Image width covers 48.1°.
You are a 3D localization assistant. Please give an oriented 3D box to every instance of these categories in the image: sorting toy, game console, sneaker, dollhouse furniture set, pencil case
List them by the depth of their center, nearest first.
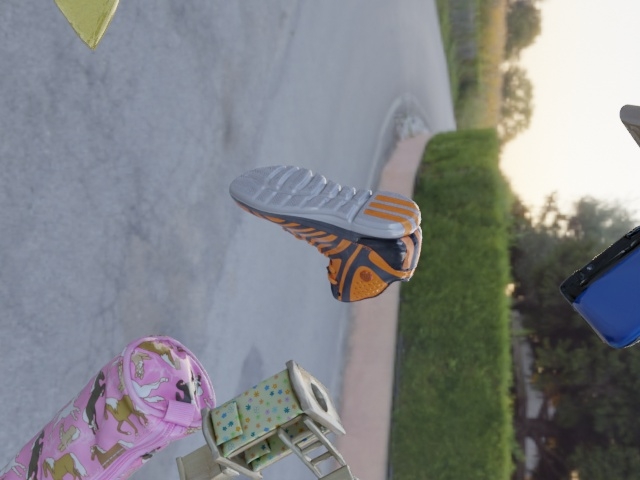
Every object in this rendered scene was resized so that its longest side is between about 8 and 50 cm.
[{"bbox_3d":[-0.063,0.238,0.704,0.101,0.182,0.161,50,11,-51],"label":"dollhouse furniture set"},{"bbox_3d":[0.467,0.039,0.875,0.250,0.293,0.173,40,15,-40],"label":"game console"},{"bbox_3d":[-0.321,0.299,1.043,0.167,0.386,0.160,51,21,14],"label":"pencil case"},{"bbox_3d":[0.000,0.000,1.119,0.124,0.321,0.180,-45,144,-42],"label":"sneaker"},{"bbox_3d":[0.576,-0.133,1.182,0.208,0.038,0.193,57,13,-7],"label":"sorting toy"}]

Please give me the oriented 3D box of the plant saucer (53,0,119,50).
[{"bbox_3d":[-0.340,-0.457,0.940,0.332,0.081,0.332,59,10,-32],"label":"plant saucer"}]
